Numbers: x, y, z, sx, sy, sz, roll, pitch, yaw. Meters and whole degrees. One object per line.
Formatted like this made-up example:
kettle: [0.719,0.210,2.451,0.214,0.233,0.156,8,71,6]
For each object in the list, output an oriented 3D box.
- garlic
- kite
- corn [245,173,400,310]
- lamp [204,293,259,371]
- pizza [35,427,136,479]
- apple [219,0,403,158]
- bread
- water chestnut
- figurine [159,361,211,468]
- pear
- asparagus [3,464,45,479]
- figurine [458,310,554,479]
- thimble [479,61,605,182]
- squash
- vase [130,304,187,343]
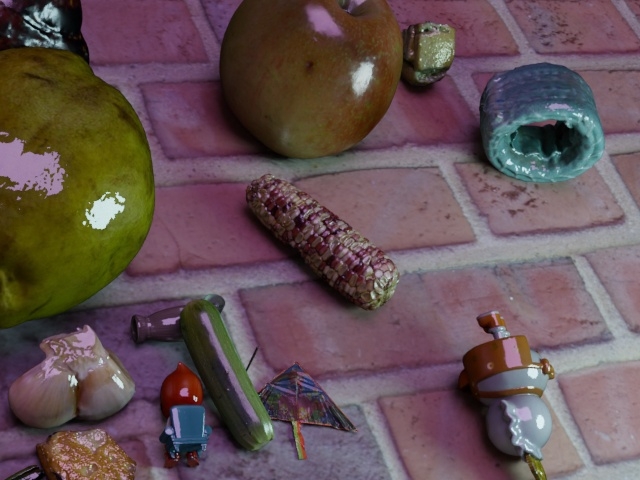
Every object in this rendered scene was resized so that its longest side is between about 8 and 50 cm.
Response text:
garlic: [-0.338,0.191,1.677,0.174,0.099,0.124,-18,80,-29]
kite: [-0.034,0.246,1.807,0.190,0.010,0.159,10,51,-13]
corn: [0.000,0.000,1.972,0.290,0.098,0.098,37,48,14]
lamp: [-0.140,0.139,1.831,0.041,0.054,0.121,-14,51,-31]
pizza: [-0.299,0.304,1.629,0.160,0.036,0.099,41,49,12]
apple: [-0.010,-0.314,2.104,0.319,0.277,0.319,13,48,-15]
bread: [0.194,-0.341,2.342,0.103,0.156,0.110,-1,85,-15]
water chestnut: [-0.496,-0.347,1.949,0.244,0.289,0.289,-11,57,-18]
figurine: [-0.190,0.236,1.706,0.068,0.075,0.140,4,53,-20]
pear: [-0.408,-0.069,1.701,0.352,0.352,0.413,25,53,-1]
asparagus: [-0.448,0.337,1.549,0.233,0.022,0.023,-24,109,-38]
figurine: [0.297,0.235,1.876,0.143,0.143,0.271,-10,55,-30]
thimble: [0.392,-0.215,2.244,0.235,0.198,0.143,15,46,-19]
squash: [-0.134,0.187,1.748,0.066,0.066,0.229,-21,78,-35]
vase: [-0.221,0.123,1.803,0.100,0.053,0.053,-5,55,-22]
